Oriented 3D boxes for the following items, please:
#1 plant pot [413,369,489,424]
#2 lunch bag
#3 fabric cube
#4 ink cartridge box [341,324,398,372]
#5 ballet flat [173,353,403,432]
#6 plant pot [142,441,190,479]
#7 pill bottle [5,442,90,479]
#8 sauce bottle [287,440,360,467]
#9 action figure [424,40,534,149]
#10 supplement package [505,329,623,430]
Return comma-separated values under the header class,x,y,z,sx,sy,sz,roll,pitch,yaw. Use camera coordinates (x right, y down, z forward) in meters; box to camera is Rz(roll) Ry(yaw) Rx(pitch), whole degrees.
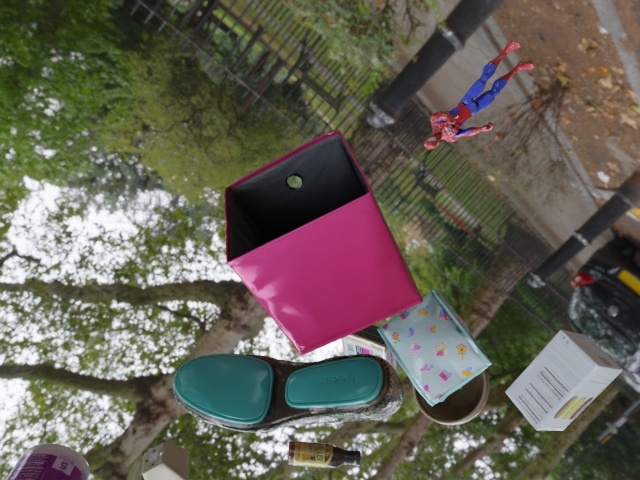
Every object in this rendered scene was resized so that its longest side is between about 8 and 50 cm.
class,x,y,z,sx,sy,sz,roll,pitch,yaw
plant pot,0.418,0.455,1.571,0.110,0.237,0.237,35,-168,-43
lunch bag,0.334,0.312,1.469,0.262,0.223,0.160,57,-169,28
fabric cube,0.000,0.000,0.933,0.258,0.254,0.259,57,-170,-35
ink cartridge box,0.187,0.423,1.939,0.194,0.088,0.234,14,134,30
ballet flat,-0.065,0.326,1.044,0.182,0.484,0.163,62,-151,-47
plant pot,-0.449,0.647,1.452,0.096,0.109,0.109,58,-175,-31
pill bottle,-0.634,0.608,1.088,0.169,0.169,0.301,38,-159,-18
sauce bottle,0.006,0.379,0.896,0.128,0.042,0.042,4,-164,-3
action figure,0.337,-0.289,1.064,0.091,0.280,0.139,43,-172,-23
supplement package,0.650,0.380,1.365,0.139,0.244,0.133,15,-153,-34
